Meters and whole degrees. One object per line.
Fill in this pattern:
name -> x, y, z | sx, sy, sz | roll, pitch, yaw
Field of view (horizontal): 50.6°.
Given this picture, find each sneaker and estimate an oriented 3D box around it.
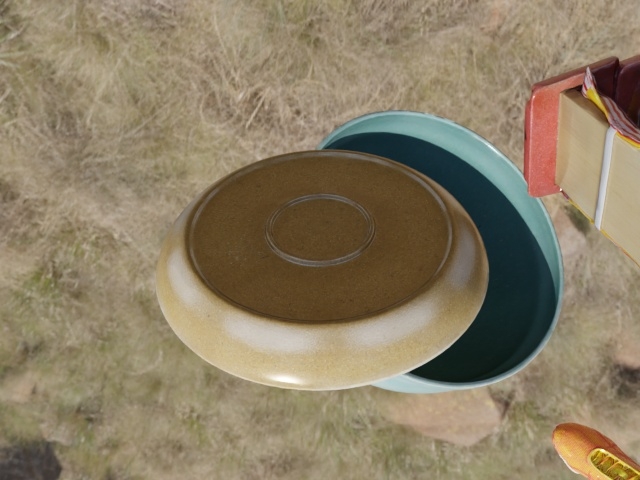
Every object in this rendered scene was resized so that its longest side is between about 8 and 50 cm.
sneaker -> 0.364, 0.280, 0.821 | 0.175, 0.064, 0.067 | 35, 166, 15

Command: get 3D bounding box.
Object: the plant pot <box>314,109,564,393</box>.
plant pot -> 0.082, 0.035, 0.740 | 0.293, 0.292, 0.196 | 18, 152, -12

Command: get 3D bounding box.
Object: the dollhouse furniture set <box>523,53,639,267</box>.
dollhouse furniture set -> 0.244, -0.142, 0.414 | 0.152, 0.201, 0.374 | -17, 130, -5

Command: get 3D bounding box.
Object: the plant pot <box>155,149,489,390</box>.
plant pot -> 0.000, 0.000, 0.478 | 0.237, 0.236, 0.032 | 2, 132, 6
